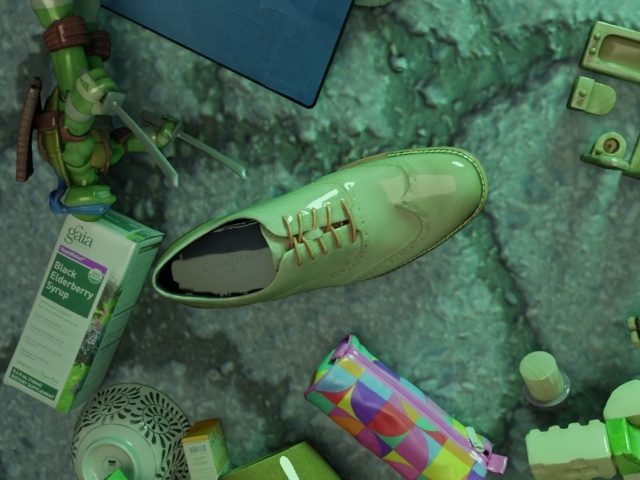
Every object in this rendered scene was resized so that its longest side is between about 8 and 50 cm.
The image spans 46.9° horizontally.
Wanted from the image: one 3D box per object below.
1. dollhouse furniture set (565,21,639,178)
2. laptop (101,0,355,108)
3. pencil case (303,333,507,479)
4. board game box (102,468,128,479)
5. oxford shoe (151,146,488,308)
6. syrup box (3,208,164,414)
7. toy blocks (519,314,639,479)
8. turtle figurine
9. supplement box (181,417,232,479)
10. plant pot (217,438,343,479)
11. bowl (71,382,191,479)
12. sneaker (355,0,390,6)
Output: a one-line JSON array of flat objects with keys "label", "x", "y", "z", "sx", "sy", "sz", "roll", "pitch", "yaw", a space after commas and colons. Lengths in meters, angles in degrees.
[{"label": "dollhouse furniture set", "x": 0.343, "y": -0.144, "z": 0.776, "sx": 0.144, "sy": 0.123, "sz": 0.151, "roll": 18, "pitch": 99, "yaw": 6}, {"label": "laptop", "x": -0.136, "y": -0.370, "z": 0.702, "sx": 0.382, "sy": 0.408, "sz": 0.236, "roll": 27, "pitch": 84, "yaw": 8}, {"label": "pencil case", "x": 0.097, "y": 0.213, "z": 0.872, "sx": 0.236, "sy": 0.104, "sz": 0.104, "roll": 35, "pitch": 101, "yaw": 2}, {"label": "board game box", "x": -0.288, "y": 0.445, "z": 0.936, "sx": 0.317, "sy": 0.046, "sz": 0.213, "roll": -39, "pitch": 93, "yaw": 28}, {"label": "oxford shoe", "x": 0.000, "y": 0.000, "z": 0.833, "sx": 0.397, "sy": 0.146, "sz": 0.141, "roll": -21, "pitch": 93, "yaw": 10}, {"label": "syrup box", "x": -0.291, "y": 0.081, "z": 0.914, "sx": 0.093, "sy": 0.096, "sz": 0.237, "roll": 26, "pitch": 101, "yaw": 5}, {"label": "toy blocks", "x": 0.381, "y": 0.268, "z": 0.802, "sx": 0.288, "sy": 0.309, "sz": 0.260, "roll": -16, "pitch": 127, "yaw": 22}, {"label": "turtle figurine", "x": -0.212, "y": -0.166, "z": 0.811, "sx": 0.274, "sy": 0.198, "sz": 0.266, "roll": -10, "pitch": 94, "yaw": 36}, {"label": "supplement box", "x": -0.139, "y": 0.284, "z": 0.933, "sx": 0.036, "sy": 0.062, "sz": 0.098, "roll": -12, "pitch": 96, "yaw": 8}, {"label": "plant pot", "x": -0.020, "y": 0.375, "z": 0.860, "sx": 0.237, "sy": 0.237, "sz": 0.254, "roll": -24, "pitch": 79, "yaw": 11}, {"label": "bowl", "x": -0.254, "y": 0.275, "z": 0.940, "sx": 0.170, "sy": 0.080, "sz": 0.170, "roll": 1, "pitch": 97, "yaw": 9}, {"label": "sneaker", "x": 0.099, "y": -0.366, "z": 0.814, "sx": 0.235, "sy": 0.090, "sz": 0.095, "roll": -47, "pitch": 60, "yaw": 19}]
